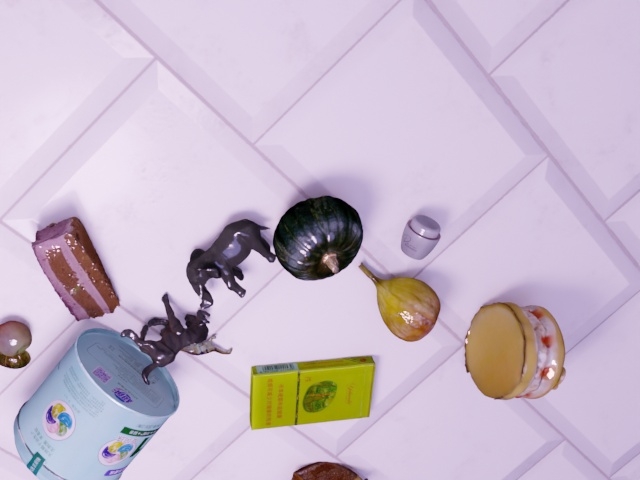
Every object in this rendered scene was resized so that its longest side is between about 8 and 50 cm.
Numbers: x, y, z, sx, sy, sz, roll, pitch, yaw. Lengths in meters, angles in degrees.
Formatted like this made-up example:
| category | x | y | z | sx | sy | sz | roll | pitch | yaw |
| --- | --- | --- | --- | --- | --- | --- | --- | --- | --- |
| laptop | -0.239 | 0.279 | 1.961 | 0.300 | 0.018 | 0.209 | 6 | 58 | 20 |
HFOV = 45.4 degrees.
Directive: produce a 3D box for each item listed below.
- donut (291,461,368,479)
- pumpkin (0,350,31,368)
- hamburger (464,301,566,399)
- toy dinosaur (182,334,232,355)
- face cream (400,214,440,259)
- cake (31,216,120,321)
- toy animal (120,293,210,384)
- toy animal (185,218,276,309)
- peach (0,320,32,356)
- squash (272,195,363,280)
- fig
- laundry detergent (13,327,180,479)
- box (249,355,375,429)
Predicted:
| category | x | y | z | sx | sy | sz | roll | pitch | yaw |
| --- | --- | --- | --- | --- | --- | --- | --- | --- | --- |
| donut | 0.017 | 0.710 | 2.193 | 0.186 | 0.144 | 0.126 | -8 | 130 | -46 |
| pumpkin | -0.731 | 0.284 | 1.811 | 0.083 | 0.028 | 0.050 | 8 | 116 | -14 |
| hamburger | 0.524 | 0.311 | 2.049 | 0.186 | 0.261 | 0.303 | 9 | 132 | -24 |
| toy dinosaur | -0.304 | 0.265 | 1.913 | 0.180 | 0.037 | 0.058 | 4 | 111 | -18 |
| face cream | 0.246 | -0.008 | 1.894 | 0.091 | 0.091 | 0.095 | 12 | 121 | -21 |
| cake | -0.549 | 0.066 | 1.728 | 0.115 | 0.113 | 0.295 | -16 | 133 | -5 |
| toy animal | -0.361 | 0.227 | 1.808 | 0.148 | 0.233 | 0.085 | 33 | 138 | 12 |
| toy animal | -0.219 | 0.051 | 1.796 | 0.146 | 0.114 | 0.245 | 43 | 78 | -35 |
| peach | -0.706 | 0.223 | 1.759 | 0.083 | 0.083 | 0.083 | -6 | 118 | -12 |
| squash | -0.003 | -0.004 | 1.778 | 0.218 | 0.172 | 0.218 | -6 | 119 | -11 |
| fig | 0.190 | 0.143 | 1.944 | 0.257 | 0.159 | 0.159 | 42 | 100 | -11 |
| laundry detergent | -0.531 | 0.410 | 1.782 | 0.287 | 0.287 | 0.305 | 34 | 103 | -27 |
| box | -0.022 | 0.410 | 2.060 | 0.334 | 0.047 | 0.187 | -3 | 117 | -13 |
